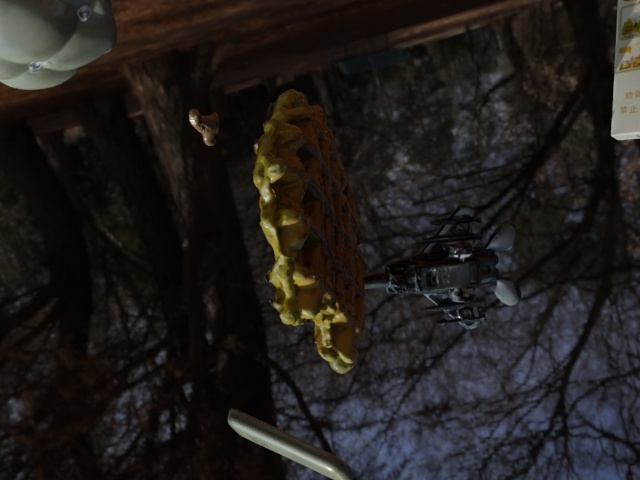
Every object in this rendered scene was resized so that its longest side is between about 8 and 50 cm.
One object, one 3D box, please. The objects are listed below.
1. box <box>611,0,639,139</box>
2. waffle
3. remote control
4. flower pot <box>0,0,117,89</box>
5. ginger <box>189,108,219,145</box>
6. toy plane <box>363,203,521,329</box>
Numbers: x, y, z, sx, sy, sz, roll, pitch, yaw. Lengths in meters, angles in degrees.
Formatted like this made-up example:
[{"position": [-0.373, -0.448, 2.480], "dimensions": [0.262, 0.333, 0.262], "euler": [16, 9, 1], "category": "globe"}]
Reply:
[{"position": [0.432, -0.241, 1.045], "dimensions": [0.122, 0.221, 0.032], "euler": [0, 173, 41], "category": "box"}, {"position": [-0.003, -0.007, 0.875], "dimensions": [0.058, 0.301, 0.282], "euler": [-9, -137, 15], "category": "waffle"}, {"position": [-0.066, 0.409, 1.659], "dimensions": [0.309, 0.090, 0.038], "euler": [14, -119, 38], "category": "remote control"}, {"position": [-0.352, -0.298, 0.962], "dimensions": [0.195, 0.246, 0.246], "euler": [-16, -167, -14], "category": "flower pot"}, {"position": [-0.189, -0.197, 1.413], "dimensions": [0.030, 0.097, 0.048], "euler": [30, -105, 28], "category": "ginger"}, {"position": [0.140, 0.043, 1.078], "dimensions": [0.246, 0.169, 0.078], "euler": [-8, -169, -18], "category": "toy plane"}]
